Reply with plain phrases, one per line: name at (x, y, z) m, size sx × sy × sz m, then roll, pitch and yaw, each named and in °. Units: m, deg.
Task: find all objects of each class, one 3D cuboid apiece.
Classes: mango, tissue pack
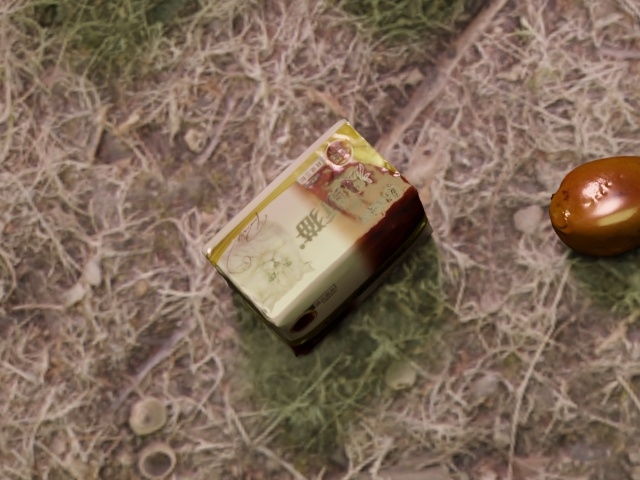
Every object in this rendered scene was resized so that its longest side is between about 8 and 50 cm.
mango at (0.231, -0.027, 1.448) m, size 0.114 × 0.060 × 0.080 m, roll -6°, pitch 56°, yaw 10°
tissue pack at (0.000, 0.000, 1.456) m, size 0.149 × 0.106 × 0.099 m, roll -44°, pitch 71°, yaw -5°
